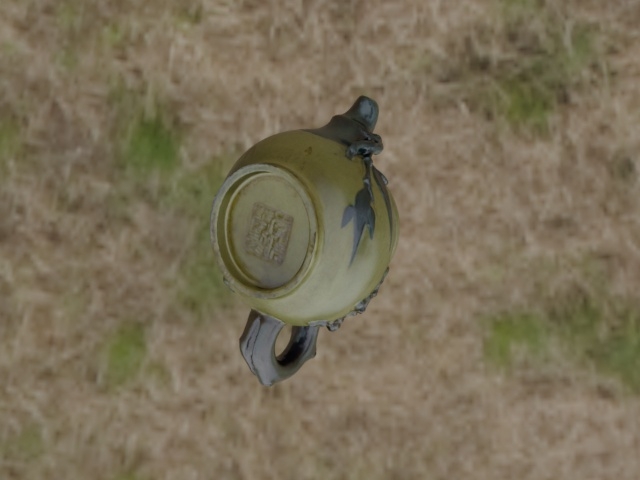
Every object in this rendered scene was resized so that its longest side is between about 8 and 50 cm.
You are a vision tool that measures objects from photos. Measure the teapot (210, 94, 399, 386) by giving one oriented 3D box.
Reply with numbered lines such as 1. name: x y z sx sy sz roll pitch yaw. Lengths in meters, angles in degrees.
1. teapot: 0.000 0.000 1.486 0.173 0.182 0.269 21 107 34
